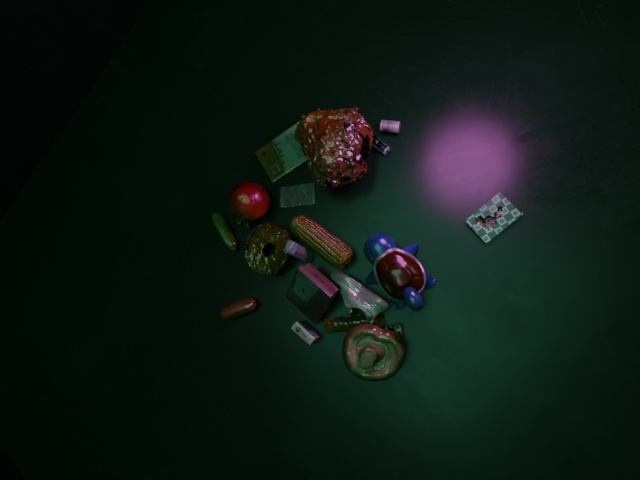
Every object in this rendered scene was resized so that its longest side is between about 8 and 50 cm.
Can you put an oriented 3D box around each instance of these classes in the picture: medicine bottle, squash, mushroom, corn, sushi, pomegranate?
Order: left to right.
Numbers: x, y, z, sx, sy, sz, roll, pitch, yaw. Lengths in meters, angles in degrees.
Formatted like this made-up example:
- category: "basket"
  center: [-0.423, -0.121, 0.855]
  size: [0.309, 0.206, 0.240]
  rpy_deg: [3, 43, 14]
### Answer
- category: "squash"
  center: [-0.502, -0.047, 2.119]
  size: [0.069, 0.069, 0.238]
  rpy_deg: [-33, 74, 9]
- category: "pomegranate"
  center: [-0.363, -0.183, 2.035]
  size: [0.210, 0.210, 0.235]
  rpy_deg: [33, 118, 18]
- category: "corn"
  center: [0.000, 0.000, 1.931]
  size: [0.345, 0.131, 0.131]
  rpy_deg: [39, 94, 19]
- category: "mushroom"
  center: [0.232, 0.490, 1.777]
  size: [0.279, 0.146, 0.277]
  rpy_deg: [2, 97, 16]
- category: "medicine bottle"
  center: [0.337, -0.551, 1.952]
  size: [0.091, 0.058, 0.058]
  rpy_deg: [11, 85, 18]
- category: "sushi"
  center: [0.762, -0.100, 1.777]
  size: [0.201, 0.031, 0.139]
  rpy_deg: [-41, 74, 11]

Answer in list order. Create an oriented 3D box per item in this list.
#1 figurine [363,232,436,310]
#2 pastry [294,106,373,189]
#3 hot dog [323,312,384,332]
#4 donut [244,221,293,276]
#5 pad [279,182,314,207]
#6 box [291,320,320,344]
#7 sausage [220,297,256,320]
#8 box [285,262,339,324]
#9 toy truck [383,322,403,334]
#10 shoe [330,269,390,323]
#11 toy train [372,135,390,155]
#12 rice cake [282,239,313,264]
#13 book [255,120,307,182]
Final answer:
- category: "figurine"
  center: [0.342, 0.161, 1.787]
  size: [0.298, 0.243, 0.416]
  rpy_deg: [-41, 52, 16]
- category: "pastry"
  center: [0.083, -0.450, 1.891]
  size: [0.338, 0.292, 0.404]
  rpy_deg: [-28, 73, 18]
- category: "hot dog"
  center: [0.150, 0.384, 1.866]
  size: [0.290, 0.068, 0.082]
  rpy_deg: [-10, 86, 14]
- category: "donut"
  center: [-0.246, 0.048, 2.016]
  size: [0.273, 0.107, 0.271]
  rpy_deg: [-3, 82, 21]
- category: "pad"
  center: [-0.121, -0.232, 2.067]
  size: [0.188, 0.006, 0.112]
  rpy_deg: [-5, 80, 15]
- category: "box"
  center: [-0.069, 0.436, 1.910]
  size: [0.125, 0.089, 0.043]
  rpy_deg: [38, 94, 19]
- category: "sausage"
  center: [-0.412, 0.347, 2.031]
  size: [0.198, 0.076, 0.076]
  rpy_deg: [-21, 77, 11]
- category: "box"
  center: [-0.038, 0.245, 1.878]
  size: [0.215, 0.086, 0.215]
  rpy_deg: [40, 132, 19]
- category: "toy truck"
  center: [0.332, 0.405, 1.818]
  size: [0.084, 0.049, 0.054]
  rpy_deg: [-18, 79, 14]
- category: "shoe"
  center: [0.150, 0.266, 1.837]
  size: [0.317, 0.124, 0.159]
  rpy_deg: [30, 89, 29]
- category: "toy train"
  center: [0.250, -0.496, 1.975]
  size: [0.207, 0.047, 0.043]
  rpy_deg: [43, 94, 18]
- category: "rice cake"
  center: [-0.103, 0.055, 1.924]
  size: [0.063, 0.206, 0.069]
  rpy_deg: [18, 83, 31]
- category: "book"
  center: [-0.177, -0.463, 2.109]
  size: [0.296, 0.020, 0.207]
  rpy_deg: [-32, 74, 10]
